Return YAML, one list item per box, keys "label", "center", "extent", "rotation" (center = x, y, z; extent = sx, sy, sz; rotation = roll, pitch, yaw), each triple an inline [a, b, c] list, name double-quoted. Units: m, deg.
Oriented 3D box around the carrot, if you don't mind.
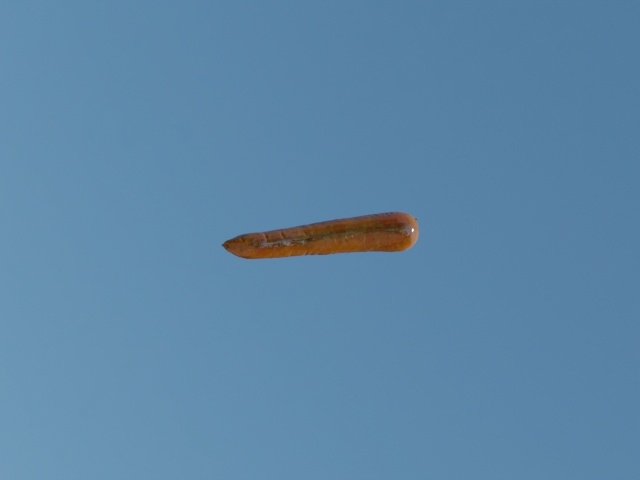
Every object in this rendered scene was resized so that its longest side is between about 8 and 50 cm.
- label: "carrot"
  center: [0.000, 0.000, 1.799]
  extent: [0.037, 0.190, 0.037]
  rotation: [173, -90, -70]
